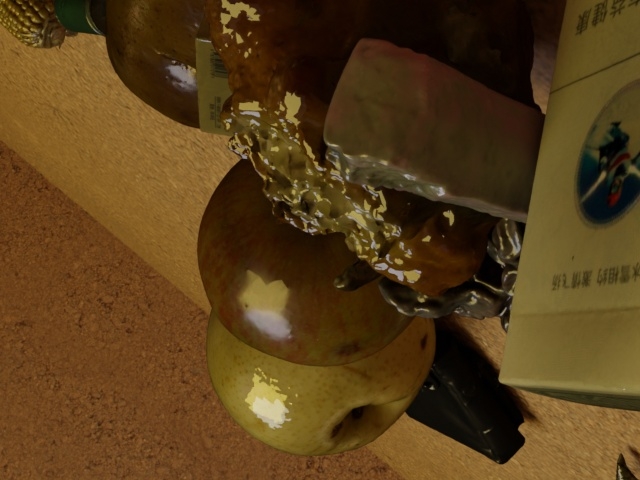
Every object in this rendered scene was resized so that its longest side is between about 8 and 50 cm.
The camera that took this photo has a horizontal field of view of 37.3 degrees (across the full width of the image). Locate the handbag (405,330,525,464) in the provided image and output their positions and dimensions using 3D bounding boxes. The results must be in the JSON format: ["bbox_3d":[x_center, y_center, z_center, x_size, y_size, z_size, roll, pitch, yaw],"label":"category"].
[{"bbox_3d":[0.171,0.207,1.439,0.244,0.088,0.275,52,165,-24],"label":"handbag"}]

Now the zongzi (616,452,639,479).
[{"bbox_3d":[0.427,0.408,1.309,0.289,0.123,0.260,53,167,-1],"label":"zongzi"}]

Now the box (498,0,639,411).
[{"bbox_3d":[0.170,-0.048,0.445,0.069,0.256,0.164,14,170,-14],"label":"box"}]

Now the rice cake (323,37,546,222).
[{"bbox_3d":[0.146,-0.037,0.579,0.365,0.072,0.056,13,180,-40],"label":"rice cake"}]

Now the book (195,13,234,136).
[{"bbox_3d":[0.010,-0.121,0.813,0.231,0.026,0.161,10,157,-3],"label":"book"}]

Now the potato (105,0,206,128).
[{"bbox_3d":[-0.096,-0.207,0.865,0.195,0.177,0.369,64,161,6],"label":"potato"}]

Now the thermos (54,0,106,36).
[{"bbox_3d":[-0.296,-0.309,1.249,0.188,0.083,0.073,23,134,54],"label":"thermos"}]

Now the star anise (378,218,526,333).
[{"bbox_3d":[0.189,0.046,0.857,0.212,0.129,0.283,37,147,-16],"label":"star anise"}]

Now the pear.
[{"bbox_3d":[-0.005,0.123,1.246,0.309,0.309,0.309,39,164,13],"label":"pear"}]

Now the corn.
[{"bbox_3d":[-0.486,-0.393,1.437,0.293,0.106,0.106,41,165,18],"label":"corn"}]

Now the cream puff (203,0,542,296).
[{"bbox_3d":[0.049,-0.092,0.639,0.155,0.241,0.268,5,106,64],"label":"cream puff"}]

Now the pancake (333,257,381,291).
[{"bbox_3d":[0.086,-0.035,0.818,0.020,0.184,0.190,43,148,20],"label":"pancake"}]

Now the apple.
[{"bbox_3d":[0.000,0.000,1.003,0.264,0.264,0.264,39,164,13],"label":"apple"}]
